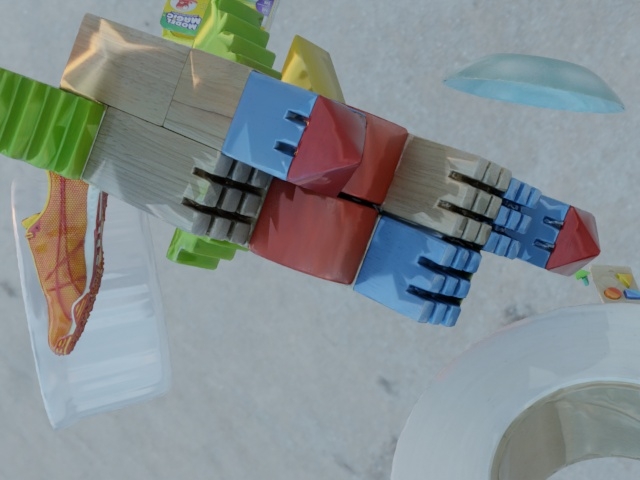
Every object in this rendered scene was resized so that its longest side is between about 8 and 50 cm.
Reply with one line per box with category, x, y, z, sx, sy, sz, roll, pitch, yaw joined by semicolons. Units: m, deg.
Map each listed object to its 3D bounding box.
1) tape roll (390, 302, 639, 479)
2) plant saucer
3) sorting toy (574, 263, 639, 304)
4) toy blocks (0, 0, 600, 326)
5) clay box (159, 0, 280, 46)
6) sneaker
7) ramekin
tape roll;0.193;0.180;0.675;0.286;0.286;0.100;17;146;32
plant saucer;0.225;-0.168;1.075;0.195;0.195;0.037;11;94;37
sorting toy;0.331;0.053;1.174;0.083;0.062;0.012;4;143;-17
toy blocks;0.016;-0.032;0.670;0.261;0.381;0.190;24;96;35
clay box;-0.120;-0.307;1.306;0.127;0.222;0.053;13;138;0
sneaker;-0.216;0.009;0.857;0.067;0.064;0.175;6;96;-3
ramekin;-0.247;0.059;1.125;0.277;0.135;0.277;170;90;-79
